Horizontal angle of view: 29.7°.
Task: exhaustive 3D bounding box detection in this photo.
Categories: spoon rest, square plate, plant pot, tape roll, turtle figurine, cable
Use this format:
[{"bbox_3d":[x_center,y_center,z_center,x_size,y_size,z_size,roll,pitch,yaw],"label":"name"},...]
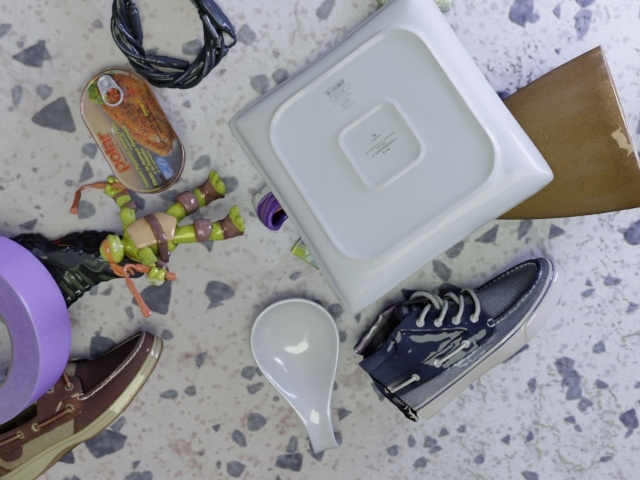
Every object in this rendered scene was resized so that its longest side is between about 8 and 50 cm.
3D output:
[{"bbox_3d":[-0.021,0.216,1.869,0.137,0.084,0.276,-17,111,0],"label":"spoon rest"},{"bbox_3d":[0.085,-0.129,1.676,0.347,0.049,0.344,-35,79,12],"label":"square plate"},{"bbox_3d":[0.317,-0.124,1.726,0.254,0.237,0.237,-19,111,15],"label":"plant pot"},{"bbox_3d":[-0.500,0.127,1.729,0.275,0.090,0.274,6,109,18],"label":"tape roll"},{"bbox_3d":[-0.222,-0.004,1.719,0.217,0.269,0.087,-21,139,-16],"label":"turtle figurine"},{"bbox_3d":[-0.218,-0.304,1.690,0.151,0.047,0.184,-37,112,12],"label":"cable"}]

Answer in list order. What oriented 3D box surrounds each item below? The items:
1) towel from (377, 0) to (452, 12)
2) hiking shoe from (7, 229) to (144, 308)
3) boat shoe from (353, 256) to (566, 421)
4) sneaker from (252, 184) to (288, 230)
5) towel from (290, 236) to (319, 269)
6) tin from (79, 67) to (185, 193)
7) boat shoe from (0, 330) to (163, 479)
[{"bbox_3d":[0.121,-0.381,1.704,0.110,0.027,0.148,-18,110,1],"label":"towel"},{"bbox_3d":[-0.365,0.051,1.783,0.227,0.086,0.114,2,118,2],"label":"hiking shoe"},{"bbox_3d":[0.205,0.122,1.834,0.158,0.127,0.340,40,102,-25],"label":"boat shoe"},{"bbox_3d":[-0.021,-0.077,1.765,0.170,0.071,0.068,-45,136,14],"label":"sneaker"},{"bbox_3d":[0.000,0.000,1.834,0.060,0.009,0.083,34,102,-17],"label":"towel"},{"bbox_3d":[-0.265,-0.153,1.706,0.106,0.040,0.189,-29,88,-3],"label":"tin"},{"bbox_3d":[-0.389,0.237,1.821,0.342,0.123,0.123,-38,110,14],"label":"boat shoe"}]
